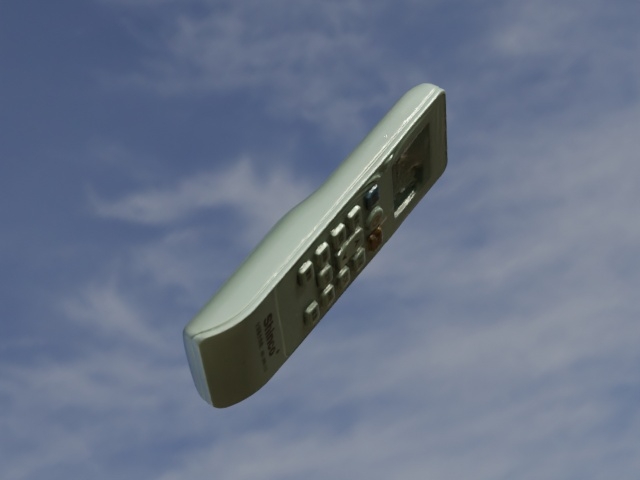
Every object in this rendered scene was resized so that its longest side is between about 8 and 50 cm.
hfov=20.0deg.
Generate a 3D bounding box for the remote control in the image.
[{"bbox_3d":[0.000,0.000,0.777,0.162,0.029,0.061,-49,-24,-26],"label":"remote control"}]
